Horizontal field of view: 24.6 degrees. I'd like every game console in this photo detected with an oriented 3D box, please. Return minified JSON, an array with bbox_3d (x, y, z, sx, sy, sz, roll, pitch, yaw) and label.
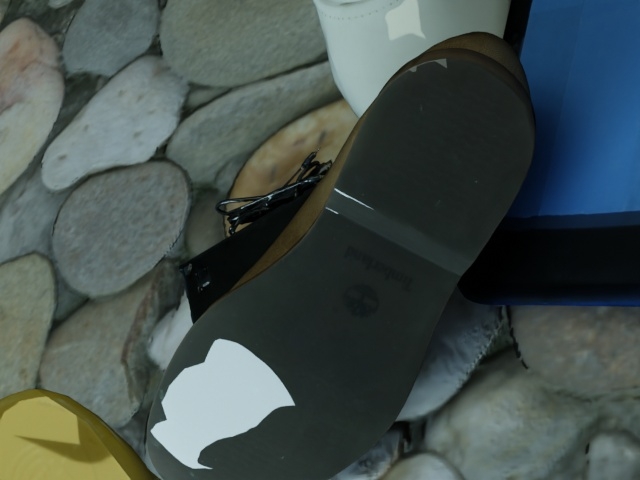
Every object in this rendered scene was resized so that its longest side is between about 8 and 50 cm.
[{"bbox_3d":[0.141,-0.125,0.682,0.173,0.250,0.293,8,76,21],"label":"game console"}]

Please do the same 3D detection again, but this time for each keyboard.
[{"bbox_3d":[0.000,0.000,0.864,0.192,0.038,0.100,-28,62,28],"label":"keyboard"}]

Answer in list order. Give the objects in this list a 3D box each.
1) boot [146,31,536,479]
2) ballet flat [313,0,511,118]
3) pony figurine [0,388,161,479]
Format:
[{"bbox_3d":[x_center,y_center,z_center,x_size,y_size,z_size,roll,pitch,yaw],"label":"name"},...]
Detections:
[{"bbox_3d":[0.015,0.021,0.774,0.305,0.112,0.115,-54,6,24],"label":"boot"},{"bbox_3d":[0.039,-0.242,0.924,0.139,0.139,0.400,-19,51,31],"label":"ballet flat"},{"bbox_3d":[0.051,0.209,0.432,0.303,0.363,0.351,-45,69,0],"label":"pony figurine"}]
